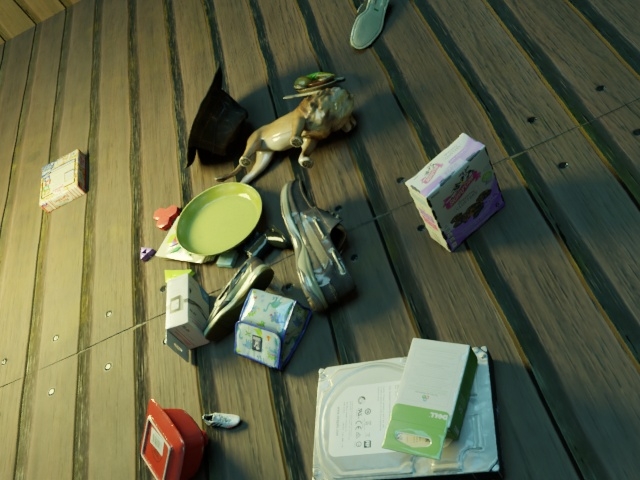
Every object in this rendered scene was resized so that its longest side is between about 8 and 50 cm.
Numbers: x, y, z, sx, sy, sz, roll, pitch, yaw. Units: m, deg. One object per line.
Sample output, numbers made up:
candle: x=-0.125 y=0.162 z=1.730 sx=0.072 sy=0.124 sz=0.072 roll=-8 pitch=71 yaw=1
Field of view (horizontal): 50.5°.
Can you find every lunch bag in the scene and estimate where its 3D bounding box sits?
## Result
lunch bag: x=-0.112 y=0.194 z=1.481 sx=0.129 sy=0.096 sz=0.151 roll=13 pitch=77 yaw=32

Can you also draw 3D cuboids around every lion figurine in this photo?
lion figurine: x=-0.096 y=-0.278 z=1.814 sx=0.393 sy=0.142 sz=0.240 roll=-12 pitch=43 yaw=26

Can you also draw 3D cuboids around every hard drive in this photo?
hard drive: x=0.153 y=0.329 z=1.246 sx=0.339 sy=0.064 sz=0.236 roll=-11 pitch=51 yaw=20

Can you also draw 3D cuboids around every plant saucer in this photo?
plant saucer: x=-0.257 y=-0.049 z=1.751 sx=0.241 sy=0.037 sz=0.240 roll=-11 pitch=49 yaw=13

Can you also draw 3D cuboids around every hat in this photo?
hat: x=-0.282 y=-0.341 z=1.941 sx=0.134 sy=0.331 sz=0.331 roll=18 pitch=57 yaw=-6

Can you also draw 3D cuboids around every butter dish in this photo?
butter dish: x=-0.285 y=0.416 z=1.386 sx=0.160 sy=0.118 sz=0.159 roll=37 pitch=121 yaw=43

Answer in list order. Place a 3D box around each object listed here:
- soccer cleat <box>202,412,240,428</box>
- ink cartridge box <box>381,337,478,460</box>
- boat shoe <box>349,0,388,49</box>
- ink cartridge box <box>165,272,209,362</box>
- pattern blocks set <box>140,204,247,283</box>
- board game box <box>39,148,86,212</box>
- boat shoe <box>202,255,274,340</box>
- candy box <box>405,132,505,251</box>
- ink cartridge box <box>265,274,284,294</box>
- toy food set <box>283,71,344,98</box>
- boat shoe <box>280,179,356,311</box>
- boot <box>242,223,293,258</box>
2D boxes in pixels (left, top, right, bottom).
soccer cleat: x=-0.208 y=0.375 z=1.422 sx=0.083 sy=0.035 sz=0.029 roll=-6 pitch=52 yaw=25
ink cartridge box: x=0.192 y=0.279 z=1.176 sx=0.109 sy=0.062 sz=0.209 roll=4 pitch=57 yaw=31
boat shoe: x=0.142 y=-0.660 z=2.043 sx=0.079 sy=0.084 sz=0.233 roll=-27 pitch=38 yaw=64
ink cartridge box: x=-0.308 y=0.180 z=1.585 sx=0.060 sy=0.104 sz=0.180 roll=-20 pitch=48 yaw=12
pattern blocks set: x=-0.340 y=-0.006 z=1.804 sx=0.325 sy=0.026 sz=0.285 roll=-7 pitch=52 yaw=23
board game box: x=-0.839 y=-0.197 z=2.214 sx=0.147 sy=0.045 sz=0.193 roll=-25 pitch=47 yaw=9
boat shoe: x=-0.196 y=0.131 z=1.553 sx=0.223 sy=0.080 sz=0.073 roll=-50 pitch=56 yaw=11
candy box: x=0.285 y=-0.097 z=1.418 sx=0.165 sy=0.196 sz=0.070 roll=-41 pitch=46 yaw=-5
ink cartridge box: x=-0.121 y=0.100 z=1.585 sx=0.083 sy=0.048 sz=0.028 roll=6 pitch=59 yaw=31
toy food set: x=-0.018 y=-0.445 z=1.905 sx=0.133 sy=0.038 sz=0.192 roll=-4 pitch=22 yaw=25
boat shoe: x=0.000 y=0.000 z=1.562 sx=0.130 sy=0.132 sz=0.355 roll=-18 pitch=56 yaw=3
boot: x=-0.130 y=0.015 z=1.661 sx=0.099 sy=0.045 sz=0.121 roll=-42 pitch=39 yaw=-10
